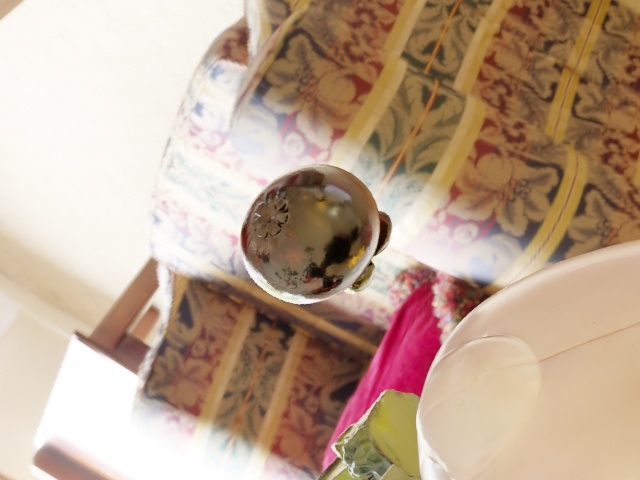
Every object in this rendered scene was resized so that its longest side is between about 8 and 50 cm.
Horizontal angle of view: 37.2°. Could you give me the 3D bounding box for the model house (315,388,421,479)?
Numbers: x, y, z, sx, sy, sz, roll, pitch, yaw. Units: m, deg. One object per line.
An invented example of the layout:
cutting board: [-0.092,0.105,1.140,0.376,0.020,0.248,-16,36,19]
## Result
model house: [0.080,0.323,1.159,0.194,0.170,0.211,40,117,4]

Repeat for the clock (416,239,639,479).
clock: [0.275,0.145,0.818,0.368,0.250,0.376,22,130,-27]

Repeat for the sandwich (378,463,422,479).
sandwich: [0.017,0.340,0.989,0.063,0.212,0.245,43,144,10]

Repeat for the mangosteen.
mangosteen: [0.000,0.000,1.176,0.200,0.199,0.199,16,138,15]
